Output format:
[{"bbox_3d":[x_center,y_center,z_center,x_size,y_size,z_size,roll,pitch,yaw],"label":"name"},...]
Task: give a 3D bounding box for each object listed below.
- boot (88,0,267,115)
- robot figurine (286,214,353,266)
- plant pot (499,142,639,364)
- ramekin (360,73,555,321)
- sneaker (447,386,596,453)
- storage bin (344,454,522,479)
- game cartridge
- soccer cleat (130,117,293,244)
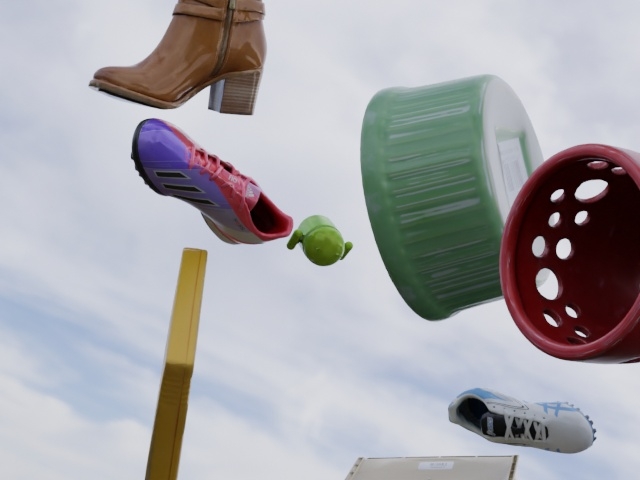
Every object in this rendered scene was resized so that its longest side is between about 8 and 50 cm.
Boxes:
[{"bbox_3d":[-0.203,-0.304,1.796,0.283,0.220,0.109,1,10,-28],"label":"boot"},{"bbox_3d":[0.000,0.000,1.923,0.101,0.067,0.115,15,15,-19],"label":"robot figurine"},{"bbox_3d":[0.286,0.021,1.084,0.174,0.191,0.191,11,-11,-32],"label":"plant pot"},{"bbox_3d":[0.181,-0.060,1.501,0.148,0.303,0.303,-13,-33,26],"label":"ramekin"},{"bbox_3d":[0.295,0.274,1.791,0.237,0.085,0.086,7,20,41],"label":"sneaker"},{"bbox_3d":[0.166,0.412,1.815,0.262,0.123,0.260,-4,8,14],"label":"storage bin"},{"bbox_3d":[-0.209,0.207,1.761,0.053,0.285,0.323,10,-55,-7],"label":"game cartridge"},{"bbox_3d":[-0.158,-0.087,1.804,0.116,0.108,0.318,2,-26,33],"label":"soccer cleat"}]
